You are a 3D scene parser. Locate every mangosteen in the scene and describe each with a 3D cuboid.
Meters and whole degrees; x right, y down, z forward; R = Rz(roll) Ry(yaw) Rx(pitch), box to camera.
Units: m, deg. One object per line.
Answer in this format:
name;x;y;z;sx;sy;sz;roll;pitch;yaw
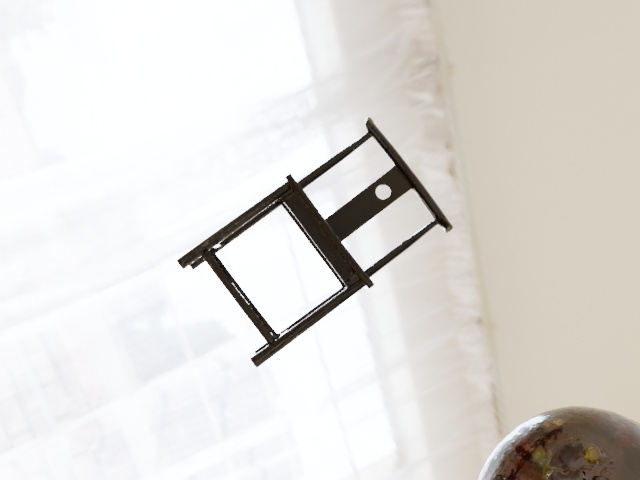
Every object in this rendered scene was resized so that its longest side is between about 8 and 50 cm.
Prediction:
mangosteen;0.282;0.289;1.239;0.231;0.231;0.289;60;17;22

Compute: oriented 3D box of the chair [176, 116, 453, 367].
chair;0.000;0.000;1.265;0.154;0.260;0.141;53;-2;0
